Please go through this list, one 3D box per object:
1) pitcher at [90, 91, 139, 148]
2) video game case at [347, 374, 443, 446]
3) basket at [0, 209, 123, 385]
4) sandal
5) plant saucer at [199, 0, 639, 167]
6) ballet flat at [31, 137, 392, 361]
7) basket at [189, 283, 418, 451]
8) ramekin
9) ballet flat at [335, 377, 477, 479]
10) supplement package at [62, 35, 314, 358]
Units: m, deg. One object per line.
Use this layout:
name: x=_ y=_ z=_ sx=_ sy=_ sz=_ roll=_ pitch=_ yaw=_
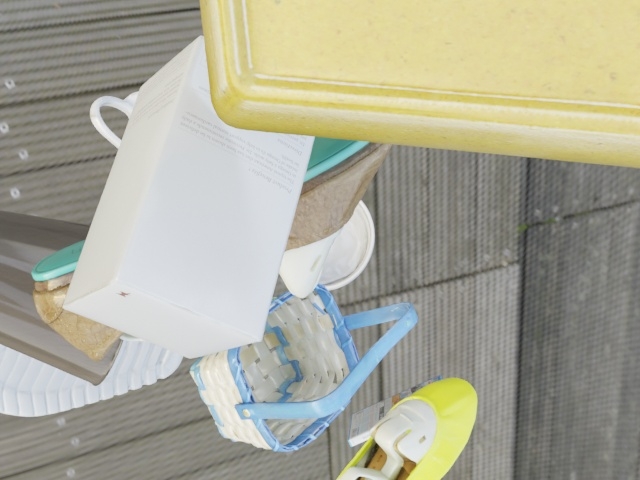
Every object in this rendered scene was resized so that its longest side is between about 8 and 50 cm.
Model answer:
pitcher: x=-0.257 y=-0.139 z=1.468 sx=0.177 sy=0.125 sz=0.207 roll=-13 pitch=76 yaw=-38
video game case: x=0.124 y=0.275 z=1.515 sx=0.166 sy=0.119 sz=0.015 roll=-26 pitch=96 yaw=9
basket: x=-0.351 y=0.047 z=1.121 sx=0.226 sy=0.154 sz=0.204 roll=20 pitch=60 yaw=-25
sandal: x=-0.421 y=0.198 z=1.576 sx=0.416 sy=0.102 sz=0.169 roll=3 pitch=104 yaw=-42
plant saucer: x=0.065 y=-0.179 z=0.436 sx=0.081 sy=0.332 sz=0.333 roll=-53 pitch=145 yaw=-53
ballet flat: x=-0.079 y=0.012 z=0.817 sx=0.342 sy=0.116 sz=0.124 roll=-25 pitch=110 yaw=0
basket: x=-0.027 y=0.178 z=1.329 sx=0.255 sy=0.289 sz=0.201 roll=-38 pitch=111 yaw=-48
ramekin: x=0.000 y=0.000 z=1.786 sx=0.207 sy=0.109 sz=0.207 roll=0 pitch=78 yaw=2
ballet flat: x=0.057 y=0.209 z=0.848 sx=0.231 sy=0.077 sz=0.077 roll=-49 pitch=135 yaw=-9
supplement package: x=-0.085 y=-0.025 z=0.636 sx=0.105 sy=0.105 sz=0.179 roll=27 pitch=64 yaw=-27
